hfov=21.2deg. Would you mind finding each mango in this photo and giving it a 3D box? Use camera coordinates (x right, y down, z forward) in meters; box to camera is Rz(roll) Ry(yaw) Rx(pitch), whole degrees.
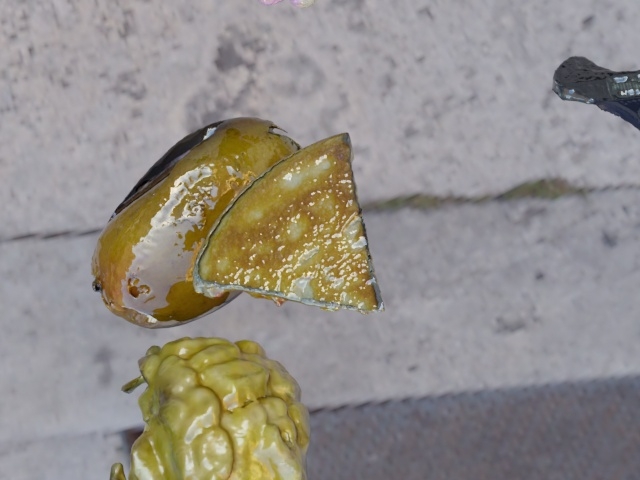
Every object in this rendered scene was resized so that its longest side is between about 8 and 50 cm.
[{"bbox_3d":[-0.114,-0.014,1.680,0.248,0.151,0.156,-45,167,-5],"label":"mango"}]

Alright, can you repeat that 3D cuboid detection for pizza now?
[{"bbox_3d":[0.000,0.000,1.432,0.184,0.176,0.036,-54,156,-11],"label":"pizza"}]

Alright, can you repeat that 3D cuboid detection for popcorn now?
[{"bbox_3d":[-0.102,0.220,1.623,0.190,0.250,0.250,-4,136,-4],"label":"popcorn"}]

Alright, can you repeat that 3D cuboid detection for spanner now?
[{"bbox_3d":[0.181,-0.049,0.868,0.046,0.208,0.012,-20,127,-16],"label":"spanner"}]

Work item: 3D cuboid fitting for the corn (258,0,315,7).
[{"bbox_3d":[-0.039,-0.346,1.609,0.127,0.335,0.126,-4,134,-5],"label":"corn"}]
